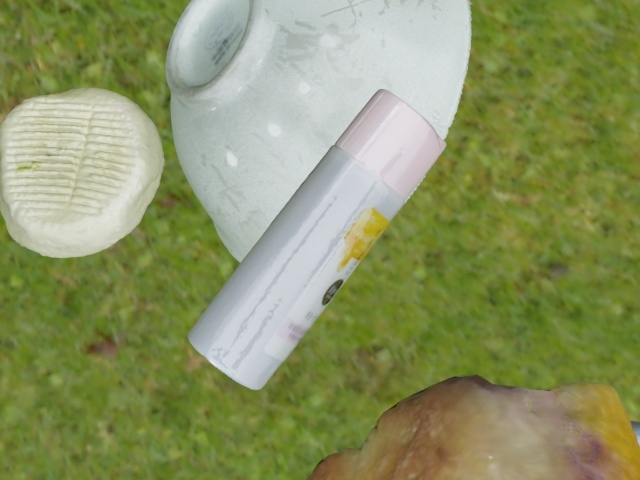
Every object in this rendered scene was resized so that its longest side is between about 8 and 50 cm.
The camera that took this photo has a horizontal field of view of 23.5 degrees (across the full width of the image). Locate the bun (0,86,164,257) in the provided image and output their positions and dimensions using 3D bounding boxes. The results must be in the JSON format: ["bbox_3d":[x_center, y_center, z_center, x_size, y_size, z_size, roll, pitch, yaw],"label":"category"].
[{"bbox_3d":[-0.151,-0.039,0.966,0.115,0.115,0.069,-26,156,-2],"label":"bun"}]

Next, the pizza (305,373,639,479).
[{"bbox_3d":[0.000,0.165,0.375,0.085,0.161,0.305,41,70,-32],"label":"pizza"}]

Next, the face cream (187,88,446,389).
[{"bbox_3d":[0.000,0.000,0.956,0.198,0.057,0.084,-52,161,3],"label":"face cream"}]

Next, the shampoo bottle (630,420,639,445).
[{"bbox_3d":[0.210,0.209,1.533,0.234,0.049,0.087,-5,117,20],"label":"shampoo bottle"}]

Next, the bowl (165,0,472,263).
[{"bbox_3d":[-0.039,-0.139,1.268,0.146,0.313,0.313,27,111,-35],"label":"bowl"}]
